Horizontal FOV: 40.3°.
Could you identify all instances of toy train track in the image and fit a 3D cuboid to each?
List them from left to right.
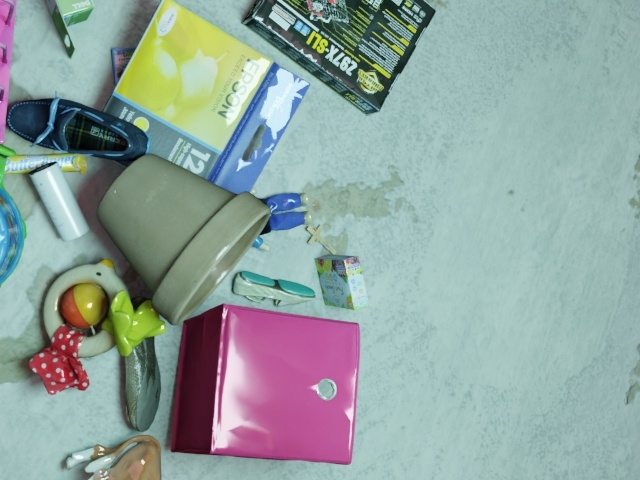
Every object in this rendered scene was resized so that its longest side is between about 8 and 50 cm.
[{"bbox_3d":[0.000,0.000,1.769,0.083,0.014,0.048,44,68,-23],"label":"toy train track"}]

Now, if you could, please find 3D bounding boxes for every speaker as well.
[{"bbox_3d":[-0.461,-0.068,1.544,0.055,0.055,0.136,-29,109,-20],"label":"speaker"}]

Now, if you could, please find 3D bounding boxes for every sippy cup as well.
[{"bbox_3d":[-0.594,-0.006,1.406,0.240,0.224,0.305,-10,96,-20],"label":"sippy cup"}]

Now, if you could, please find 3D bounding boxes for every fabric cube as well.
[{"bbox_3d":[-0.103,0.265,1.577,0.258,0.259,0.254,11,75,-23],"label":"fabric cube"}]

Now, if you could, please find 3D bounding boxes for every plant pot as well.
[{"bbox_3d":[-0.251,-0.023,1.500,0.229,0.263,0.263,39,76,4],"label":"plant pot"}]

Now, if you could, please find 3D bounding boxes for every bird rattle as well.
[{"bbox_3d":[-0.409,0.148,1.544,0.253,0.143,0.207,-27,73,17],"label":"bird rattle"}]

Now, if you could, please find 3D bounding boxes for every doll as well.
[{"bbox_3d":[-0.113,-0.042,1.703,0.189,0.046,0.129,-10,94,-22],"label":"doll"}]

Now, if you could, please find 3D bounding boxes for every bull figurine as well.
[{"bbox_3d":[-0.354,0.507,1.581,0.188,0.101,0.310,-4,93,-21],"label":"bull figurine"}]

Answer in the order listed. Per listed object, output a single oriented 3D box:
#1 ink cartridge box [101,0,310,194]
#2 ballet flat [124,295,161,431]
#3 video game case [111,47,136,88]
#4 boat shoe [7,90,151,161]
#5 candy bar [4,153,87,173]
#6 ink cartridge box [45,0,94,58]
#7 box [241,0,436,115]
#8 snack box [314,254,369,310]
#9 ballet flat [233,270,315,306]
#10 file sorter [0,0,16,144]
[{"bbox_3d":[-0.219,-0.229,1.582,0.307,0.072,0.303,28,97,-11],"label":"ink cartridge box"},{"bbox_3d":[-0.338,0.227,1.610,0.058,0.084,0.250,1,94,18],"label":"ballet flat"},{"bbox_3d":[-0.323,-0.276,1.629,0.119,0.015,0.166,-6,93,-22],"label":"video game case"},{"bbox_3d":[-0.421,-0.199,1.496,0.258,0.089,0.109,7,96,9],"label":"boat shoe"},{"bbox_3d":[-0.499,-0.136,1.557,0.161,0.018,0.040,-4,92,-23],"label":"candy bar"},{"bbox_3d":[-0.447,-0.434,1.525,0.062,0.109,0.209,-24,100,-20],"label":"ink cartridge box"},{"bbox_3d":[0.043,-0.447,1.747,0.322,0.079,0.257,33,80,-20],"label":"box"},{"bbox_3d":[0.041,0.081,1.717,0.037,0.141,0.100,-16,97,-22],"label":"snack box"},{"bbox_3d":[-0.093,0.101,1.719,0.168,0.057,0.052,17,112,-18],"label":"ballet flat"},{"bbox_3d":[-0.606,-0.319,1.421,0.202,0.182,0.291,5,89,-22],"label":"file sorter"}]
